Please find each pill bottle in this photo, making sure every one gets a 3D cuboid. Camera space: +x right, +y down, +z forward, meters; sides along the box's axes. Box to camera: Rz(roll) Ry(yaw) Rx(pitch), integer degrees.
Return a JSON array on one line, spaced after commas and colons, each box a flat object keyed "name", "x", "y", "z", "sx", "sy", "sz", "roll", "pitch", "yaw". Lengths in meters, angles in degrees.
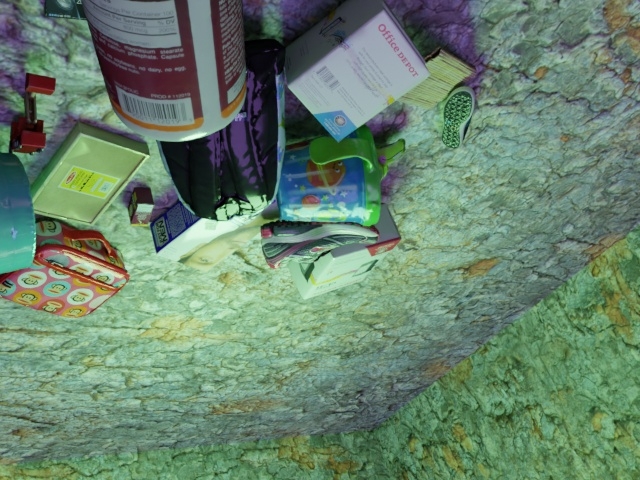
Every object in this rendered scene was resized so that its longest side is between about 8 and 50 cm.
[{"name": "pill bottle", "x": -0.220, "y": -0.347, "z": 0.921, "sx": 0.224, "sy": 0.224, "sz": 0.392, "roll": -13, "pitch": 148, "yaw": -13}]

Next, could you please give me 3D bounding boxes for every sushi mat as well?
[{"name": "sushi mat", "x": 0.255, "y": -0.357, "z": 1.491, "sx": 0.151, "sy": 0.019, "sz": 0.316, "roll": -36, "pitch": 169, "yaw": 25}]

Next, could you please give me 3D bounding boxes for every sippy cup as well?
[{"name": "sippy cup", "x": 0.007, "y": -0.139, "z": 1.521, "sx": 0.223, "sy": 0.240, "sz": 0.306, "roll": -7, "pitch": 128, "yaw": -5}]

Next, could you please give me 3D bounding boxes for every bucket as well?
[{"name": "bucket", "x": -0.689, "y": -0.048, "z": 1.300, "sx": 0.183, "sy": 0.281, "sz": 0.281, "roll": -8, "pitch": 147, "yaw": -38}]

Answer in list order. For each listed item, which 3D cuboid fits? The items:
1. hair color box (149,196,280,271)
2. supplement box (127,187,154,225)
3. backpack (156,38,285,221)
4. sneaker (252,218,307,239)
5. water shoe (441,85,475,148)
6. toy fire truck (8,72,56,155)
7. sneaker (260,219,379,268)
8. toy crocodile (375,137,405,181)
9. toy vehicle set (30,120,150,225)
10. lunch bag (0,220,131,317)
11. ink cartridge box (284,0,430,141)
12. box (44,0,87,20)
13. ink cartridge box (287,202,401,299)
[{"name": "hair color box", "x": -0.245, "y": -0.067, "z": 1.674, "sx": 0.338, "sy": 0.110, "sz": 0.185, "roll": -34, "pitch": 146, "yaw": 22}, {"name": "supplement box", "x": -0.433, "y": -0.080, "z": 1.594, "sx": 0.043, "sy": 0.055, "sz": 0.083, "roll": 1, "pitch": 141, "yaw": -30}, {"name": "backpack", "x": -0.197, "y": -0.214, "z": 1.349, "sx": 0.290, "sy": 0.273, "sz": 0.356, "roll": -11, "pitch": 112, "yaw": -5}, {"name": "sneaker", "x": -0.112, "y": -0.028, "z": 1.827, "sx": 0.190, "sy": 0.083, "sz": 0.071, "roll": -17, "pitch": 149, "yaw": -4}, {"name": "water shoe", "x": 0.350, "y": -0.324, "z": 1.670, "sx": 0.072, "sy": 0.080, "sz": 0.203, "roll": 24, "pitch": 148, "yaw": 12}, {"name": "toy fire truck", "x": -0.552, "y": -0.237, "z": 1.257, "sx": 0.047, "sy": 0.135, "sz": 0.192, "roll": 4, "pitch": 179, "yaw": -34}, {"name": "sneaker", "x": 0.000, "y": 0.000, "z": 1.665, "sx": 0.299, "sy": 0.121, "sz": 0.112, "roll": -5, "pitch": 101, "yaw": -3}, {"name": "toy crocodile", "x": 0.080, "y": -0.162, "z": 1.726, "sx": 0.340, "sy": 0.105, "sz": 0.115, "roll": -36, "pitch": -176, "yaw": 23}, {"name": "toy vehicle set", "x": -0.522, "y": -0.140, "z": 1.473, "sx": 0.166, "sy": 0.035, "sz": 0.267, "roll": 17, "pitch": 132, "yaw": -44}, {"name": "lunch bag", "x": -0.632, "y": 0.067, "z": 1.652, "sx": 0.258, "sy": 0.120, "sz": 0.293, "roll": -35, "pitch": 146, "yaw": 15}, {"name": "ink cartridge box", "x": 0.068, "y": -0.358, "z": 1.326, "sx": 0.232, "sy": 0.168, "sz": 0.171, "roll": -33, "pitch": 126, "yaw": 18}, {"name": "box", "x": -0.430, "y": -0.415, "z": 1.138, "sx": 0.083, "sy": 0.018, "sz": 0.067, "roll": -3, "pitch": 144, "yaw": -26}, {"name": "ink cartridge box", "x": 0.062, "y": 0.033, "z": 1.892, "sx": 0.226, "sy": 0.131, "sz": 0.306, "roll": -16, "pitch": 159, "yaw": -25}]
